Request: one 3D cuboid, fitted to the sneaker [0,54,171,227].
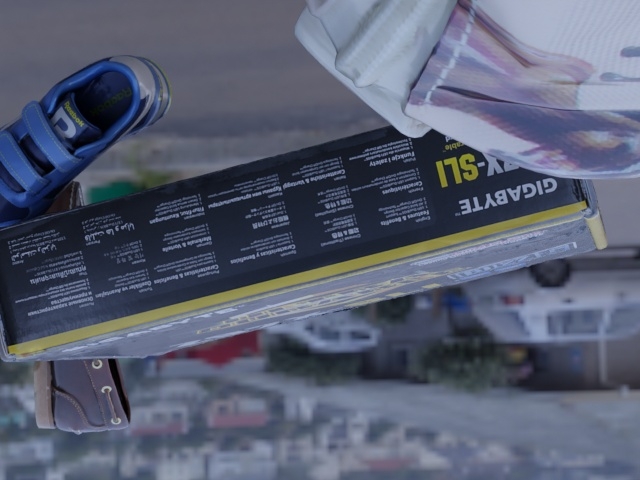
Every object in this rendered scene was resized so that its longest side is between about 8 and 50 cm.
[{"bbox_3d":[-0.148,-0.055,0.922,0.144,0.053,0.059,-40,180,-1],"label":"sneaker"}]

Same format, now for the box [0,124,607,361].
[{"bbox_3d":[0.000,0.000,0.973,0.322,0.079,0.257,-14,176,9],"label":"box"}]

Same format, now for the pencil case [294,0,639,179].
[{"bbox_3d":[0.064,-0.109,0.253,0.183,0.160,0.410,-35,175,-3],"label":"pencil case"}]

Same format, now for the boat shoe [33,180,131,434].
[{"bbox_3d":[-0.169,0.047,1.197,0.073,0.207,0.073,3,-148,4],"label":"boat shoe"}]
